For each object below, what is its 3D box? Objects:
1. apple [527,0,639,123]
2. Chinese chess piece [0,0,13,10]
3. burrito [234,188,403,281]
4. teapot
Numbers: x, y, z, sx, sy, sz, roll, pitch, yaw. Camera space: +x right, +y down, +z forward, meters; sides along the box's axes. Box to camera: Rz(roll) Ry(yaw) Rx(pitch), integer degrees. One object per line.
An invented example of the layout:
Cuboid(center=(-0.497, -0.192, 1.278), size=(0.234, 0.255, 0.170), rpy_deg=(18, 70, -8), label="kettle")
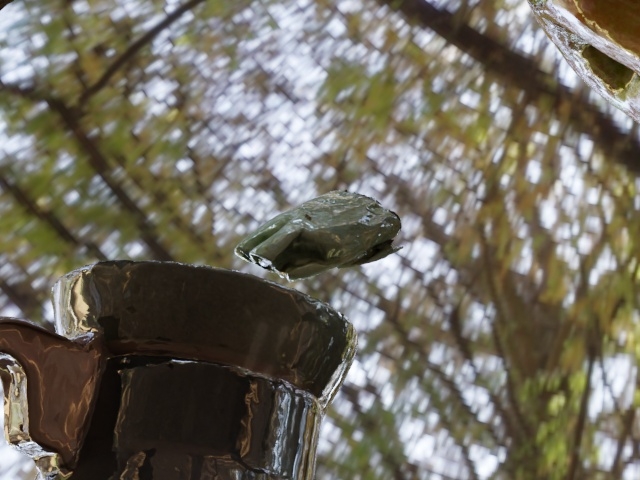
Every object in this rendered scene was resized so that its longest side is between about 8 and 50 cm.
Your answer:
Cuboid(center=(0.277, -0.196, 1.307), size=(0.246, 0.246, 0.226), rpy_deg=(42, -95, -3), label="apple")
Cuboid(center=(-0.294, -0.270, 1.091), size=(0.338, 0.140, 0.338), rpy_deg=(-14, -63, -29), label="Chinese chess piece")
Cuboid(center=(-0.002, -0.002, 1.335), size=(0.074, 0.118, 0.044), rpy_deg=(33, -53, 36), label="burrito")
Cuboid(center=(-0.115, 0.197, 1.077), size=(0.300, 0.344, 0.253), rpy_deg=(25, -29, -35), label="teapot")
